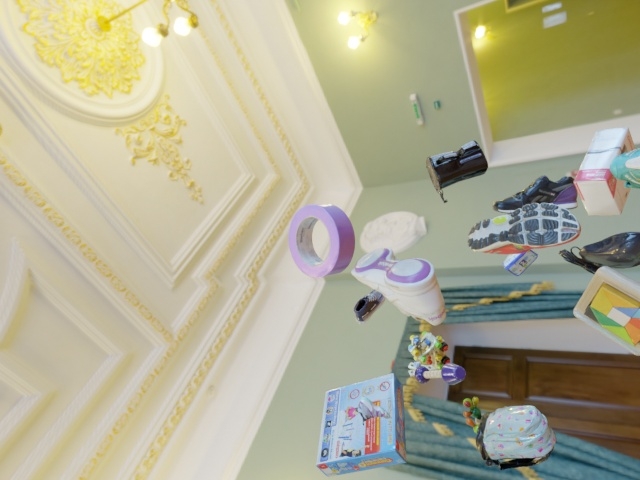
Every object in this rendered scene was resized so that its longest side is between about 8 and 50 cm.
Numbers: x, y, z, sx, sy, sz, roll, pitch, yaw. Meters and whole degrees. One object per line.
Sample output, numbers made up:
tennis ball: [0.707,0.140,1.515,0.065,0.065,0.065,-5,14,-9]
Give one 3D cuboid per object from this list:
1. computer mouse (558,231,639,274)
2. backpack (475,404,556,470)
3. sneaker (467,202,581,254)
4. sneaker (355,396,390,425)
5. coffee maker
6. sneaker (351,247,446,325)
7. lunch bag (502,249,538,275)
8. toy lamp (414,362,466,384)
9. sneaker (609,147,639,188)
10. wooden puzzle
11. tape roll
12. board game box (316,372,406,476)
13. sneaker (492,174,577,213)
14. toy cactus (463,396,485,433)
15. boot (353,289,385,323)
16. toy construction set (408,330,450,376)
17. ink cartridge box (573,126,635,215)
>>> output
computer mouse: [0.891,0.055,1.283,0.272,0.189,0.072,118,174,-68]
backpack: [0.509,0.507,1.102,0.115,0.182,0.152,54,-137,-9]
sneaker: [0.503,-0.018,1.034,0.119,0.279,0.107,18,-104,-29]
sneaker: [0.145,0.502,1.205,0.069,0.098,0.038,-57,-6,-18]
coffee maker: [0.479,-0.240,1.462,0.120,0.178,0.171,-80,-30,-80]
sneaker: [0.166,0.105,0.944,0.114,0.305,0.152,-33,-73,-10]
lunch bag: [0.849,0.079,1.795,0.096,0.128,0.151,48,-160,27]
toy lamp: [0.453,0.508,1.593,0.274,0.080,0.080,126,146,-66]
sneaker: [0.653,-0.141,0.817,0.276,0.110,0.106,3,-91,-40]
wooden puzzle: [0.895,0.216,1.254,0.044,0.221,0.238,-32,-39,-24]
tape roll: [0.000,0.000,1.588,0.090,0.275,0.274,-7,-89,-43]
board game box: [0.151,0.666,1.531,0.086,0.302,0.308,56,-155,-25]
sneaker: [0.753,-0.167,1.491,0.107,0.284,0.124,-75,-22,-76]
toy cactus: [0.556,0.605,1.405,0.112,0.219,0.180,-51,-11,-2]
boot: [0.204,0.247,1.715,0.190,0.069,0.086,-51,-37,-28]
toy construction set: [0.543,0.595,2.147,0.215,0.151,0.327,-28,-43,-17]
ink cartridge box: [0.863,-0.205,1.261,0.158,0.092,0.217,45,-114,-30]
